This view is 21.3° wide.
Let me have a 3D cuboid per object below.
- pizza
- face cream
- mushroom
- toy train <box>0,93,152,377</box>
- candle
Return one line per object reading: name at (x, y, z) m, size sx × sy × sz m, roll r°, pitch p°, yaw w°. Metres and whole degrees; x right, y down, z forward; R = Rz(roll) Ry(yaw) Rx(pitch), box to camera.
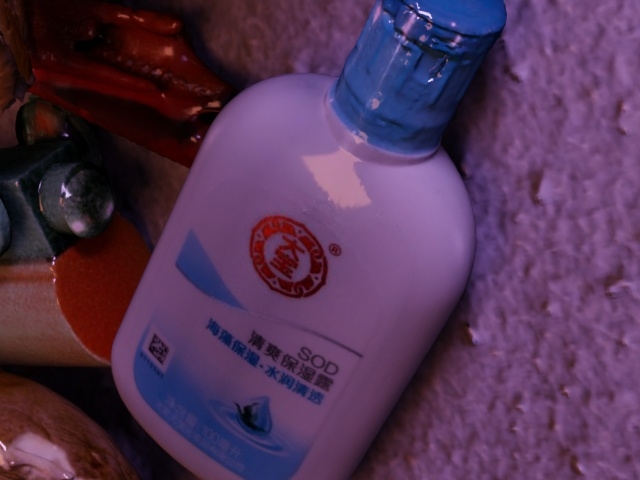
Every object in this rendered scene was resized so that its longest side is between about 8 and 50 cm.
pizza at (-0.196, -0.179, 0.929) m, size 0.052 × 0.195 × 0.185 m, roll -9°, pitch 126°, yaw 1°
face cream at (0.000, 0.000, 0.898) m, size 0.163 × 0.080 × 0.336 m, roll 37°, pitch 129°, yaw 11°
mushroom at (-0.261, 0.206, 1.068) m, size 0.208 × 0.302 × 0.233 m, roll 40°, pitch 168°, yaw 46°
toy train at (-0.222, 0.012, 1.080) m, size 0.285 × 0.116 × 0.177 m, roll -4°, pitch 118°, yaw 39°
candle at (-0.166, -0.115, 1.004) m, size 0.302 × 0.059 × 0.084 m, roll 20°, pitch 110°, yaw 33°
